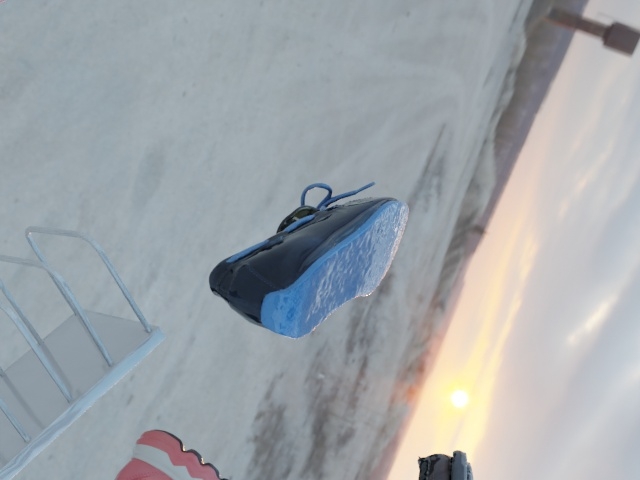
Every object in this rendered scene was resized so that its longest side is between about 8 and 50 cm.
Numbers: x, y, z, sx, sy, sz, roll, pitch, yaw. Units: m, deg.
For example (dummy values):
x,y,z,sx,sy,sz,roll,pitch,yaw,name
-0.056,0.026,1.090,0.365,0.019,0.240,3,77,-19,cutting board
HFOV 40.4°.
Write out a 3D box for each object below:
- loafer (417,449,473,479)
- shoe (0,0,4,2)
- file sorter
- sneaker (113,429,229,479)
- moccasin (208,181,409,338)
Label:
x,y,z,sx,sy,sz,roll,pitch,yaw,name
0.052,0.266,0.558,0.302,0.095,0.109,-79,162,-46,loafer
-0.376,-0.342,1.009,0.178,0.063,0.081,-46,131,11,shoe
-0.371,0.126,1.030,0.278,0.193,0.173,-43,123,-34,file sorter
-0.101,0.337,0.898,0.136,0.314,0.116,-48,159,-24,sneaker
0.000,0.000,0.975,0.342,0.117,0.137,-21,127,-63,moccasin
